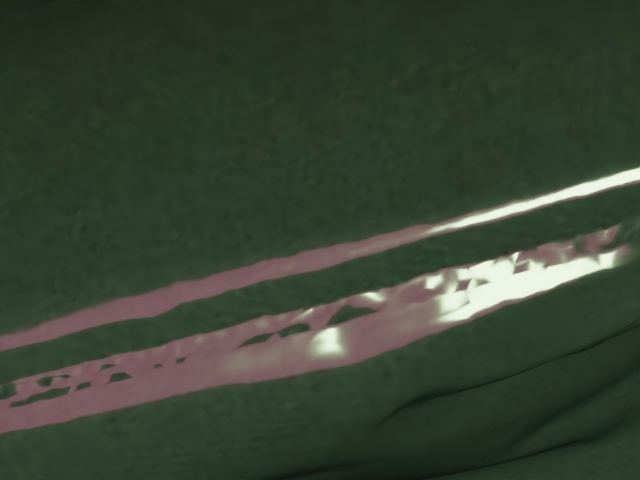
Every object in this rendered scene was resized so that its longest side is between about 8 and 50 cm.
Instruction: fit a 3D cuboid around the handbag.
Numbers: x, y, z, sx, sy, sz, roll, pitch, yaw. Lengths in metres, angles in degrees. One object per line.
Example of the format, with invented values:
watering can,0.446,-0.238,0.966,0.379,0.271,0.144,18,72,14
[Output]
handbag,-0.001,-0.003,0.566,0.301,0.178,0.275,-16,158,1
